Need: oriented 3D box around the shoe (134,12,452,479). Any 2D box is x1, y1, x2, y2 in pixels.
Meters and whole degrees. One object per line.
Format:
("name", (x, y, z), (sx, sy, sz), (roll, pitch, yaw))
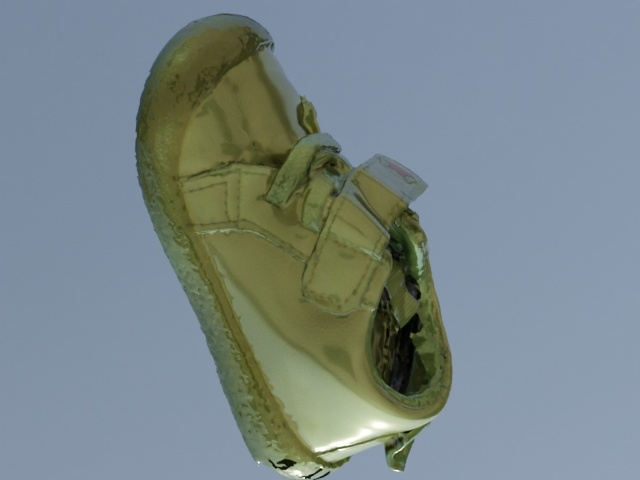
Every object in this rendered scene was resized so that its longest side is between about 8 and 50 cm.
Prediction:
("shoe", (-0.007, 0.001, 1.046), (0.128, 0.140, 0.262), (-10, -76, 13))
